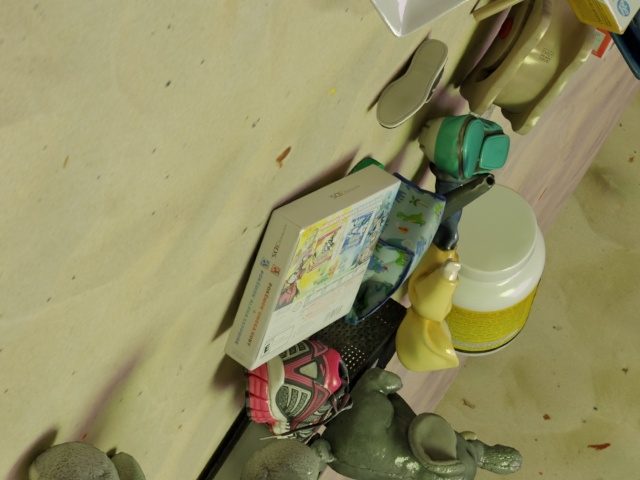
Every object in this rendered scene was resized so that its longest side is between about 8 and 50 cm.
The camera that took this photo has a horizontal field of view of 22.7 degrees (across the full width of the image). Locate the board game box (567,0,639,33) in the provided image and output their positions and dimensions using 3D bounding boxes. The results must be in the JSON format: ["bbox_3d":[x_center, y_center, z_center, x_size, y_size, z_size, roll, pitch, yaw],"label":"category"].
[{"bbox_3d":[0.352,-0.424,1.747,0.316,0.064,0.242,-54,138,-12],"label":"board game box"}]

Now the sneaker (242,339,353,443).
[{"bbox_3d":[-0.013,0.183,1.910,0.299,0.112,0.120,44,41,-78],"label":"sneaker"}]

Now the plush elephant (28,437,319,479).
[{"bbox_3d":[-0.165,0.320,1.554,0.272,0.255,0.329,-6,100,-24],"label":"plush elephant"}]

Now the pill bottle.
[{"bbox_3d":[0.241,0.042,2.421,0.188,0.188,0.334,-53,167,-17],"label":"pill bottle"}]

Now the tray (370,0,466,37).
[{"bbox_3d":[0.146,-0.286,1.329,0.270,0.030,0.145,-31,139,9],"label":"tray"}]

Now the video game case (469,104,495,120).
[{"bbox_3d":[0.215,-0.153,2.253,0.087,0.011,0.122,-44,162,-45],"label":"video game case"}]

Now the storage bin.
[{"bbox_3d":[0.038,0.157,2.195,0.180,0.084,0.122,-47,164,-40],"label":"storage bin"}]

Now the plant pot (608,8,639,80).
[{"bbox_3d":[0.488,-0.360,2.135,0.236,0.236,0.212,-21,161,-18],"label":"plant pot"}]

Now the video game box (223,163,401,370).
[{"bbox_3d":[-0.008,0.026,1.732,0.205,0.048,0.187,-27,146,-53],"label":"video game box"}]

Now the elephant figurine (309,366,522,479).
[{"bbox_3d":[0.130,0.281,2.079,0.186,0.239,0.169,-54,172,-13],"label":"elephant figurine"}]

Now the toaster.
[{"bbox_3d":[-0.082,0.315,2.082,0.185,0.110,0.168,-57,166,3],"label":"toaster"}]

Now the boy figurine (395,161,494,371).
[{"bbox_3d":[0.162,0.041,2.126,0.177,0.092,0.285,-117,-145,-82],"label":"boy figurine"}]

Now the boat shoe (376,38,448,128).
[{"bbox_3d":[0.100,-0.164,1.740,0.125,0.046,0.038,-60,165,-26],"label":"boat shoe"}]

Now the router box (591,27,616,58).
[{"bbox_3d":[0.513,-0.460,2.441,0.335,0.082,0.301,-37,156,-56],"label":"router box"}]

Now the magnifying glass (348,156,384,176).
[{"bbox_3d":[0.000,0.000,1.822,0.231,0.026,0.092,-55,167,-15],"label":"magnifying glass"}]

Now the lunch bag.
[{"bbox_3d":[0.075,0.015,1.933,0.129,0.096,0.151,-55,169,-45],"label":"lunch bag"}]

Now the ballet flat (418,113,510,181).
[{"bbox_3d":[0.169,-0.119,1.999,0.247,0.087,0.083,-4,107,-71],"label":"ballet flat"}]

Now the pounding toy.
[{"bbox_3d":[0.242,-0.270,1.946,0.269,0.155,0.154,-55,-161,36],"label":"pounding toy"}]

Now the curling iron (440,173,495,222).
[{"bbox_3d":[0.141,-0.044,1.992,0.068,0.035,0.274,-64,-167,-20],"label":"curling iron"}]
